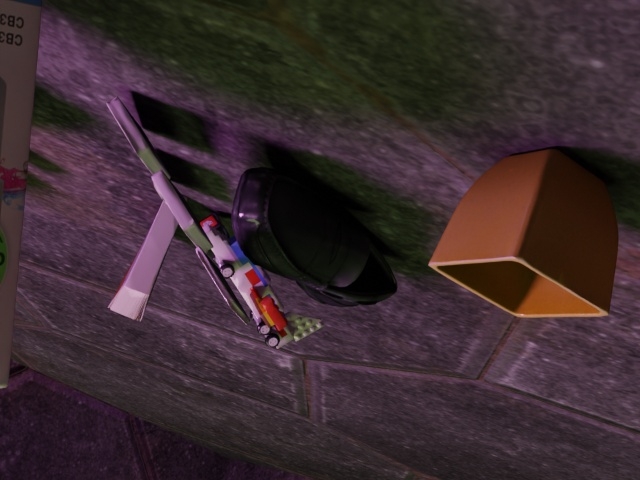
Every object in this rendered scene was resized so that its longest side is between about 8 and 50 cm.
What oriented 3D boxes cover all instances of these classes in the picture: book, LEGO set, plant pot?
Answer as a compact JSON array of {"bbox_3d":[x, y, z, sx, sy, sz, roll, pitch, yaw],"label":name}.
[{"bbox_3d":[-0.160,0.016,1.099,0.035,0.096,0.144,24,164,-7],"label":"book"},{"bbox_3d":[-0.077,-0.008,0.937,0.182,0.060,0.244,57,177,16],"label":"LEGO set"},{"bbox_3d":[0.130,-0.008,0.711,0.081,0.083,0.081,28,161,-28],"label":"plant pot"}]

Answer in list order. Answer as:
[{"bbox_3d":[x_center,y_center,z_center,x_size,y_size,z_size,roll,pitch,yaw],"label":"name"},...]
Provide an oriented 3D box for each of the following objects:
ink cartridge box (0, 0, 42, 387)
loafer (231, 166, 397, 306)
[{"bbox_3d":[-0.285,-0.061,0.601,0.197,0.270,0.198,9,-174,32],"label":"ink cartridge box"},{"bbox_3d":[0.000,0.000,0.914,0.078,0.076,0.223,6,164,24],"label":"loafer"}]
